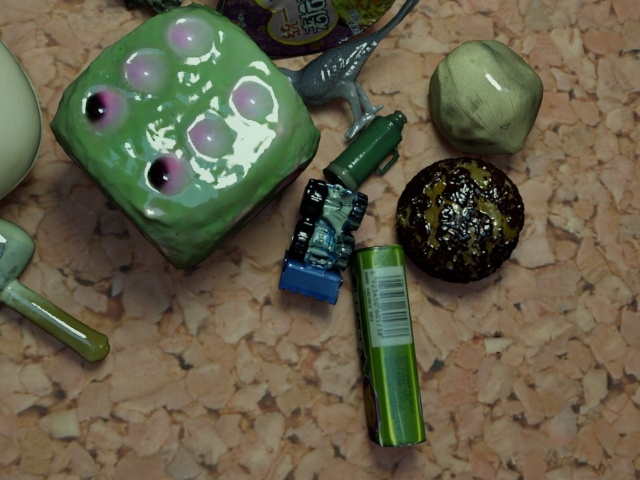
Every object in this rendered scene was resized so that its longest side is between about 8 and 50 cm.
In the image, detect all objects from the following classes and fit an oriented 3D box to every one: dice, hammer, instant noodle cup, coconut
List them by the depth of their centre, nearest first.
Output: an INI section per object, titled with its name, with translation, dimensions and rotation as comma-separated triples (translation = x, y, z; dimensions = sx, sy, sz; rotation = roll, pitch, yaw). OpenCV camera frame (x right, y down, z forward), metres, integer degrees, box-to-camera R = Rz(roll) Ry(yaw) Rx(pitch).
[dice]
translation = -0.212, -0.160, 1.134
dimensions = 0.322, 0.330, 0.318
rotation = -44, 92, -13
[hammer]
translation = -0.490, 0.109, 1.177
dimensions = 0.305, 0.113, 0.202
rotation = 33, 82, -8
[instant noodle cup]
translation = -0.044, -0.528, 1.228
dimensions = 0.340, 0.340, 0.265
rotation = -11, 74, -10
[coconut]
translation = 0.308, -0.258, 1.286
dimensions = 0.224, 0.224, 0.224
rotation = 1, 83, -8

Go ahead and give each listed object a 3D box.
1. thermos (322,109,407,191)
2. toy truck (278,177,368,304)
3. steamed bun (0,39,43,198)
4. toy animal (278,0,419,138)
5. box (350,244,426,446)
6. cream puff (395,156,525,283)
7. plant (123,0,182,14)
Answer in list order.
[thermos]
translation = 0.096, -0.169, 1.309
dimensions = 0.083, 0.073, 0.187
rotation = 41, 78, 12
[toy truck]
translation = 0.000, 0.000, 1.246
dimensions = 0.113, 0.126, 0.208
rotation = 18, 88, -7
[steamed bun]
translation = -0.627, -0.210, 1.091
dimensions = 0.334, 0.334, 0.374
rotation = -37, 84, -11
[toy animal]
translation = 0.044, -0.298, 1.288
dimensions = 0.367, 0.081, 0.205
rotation = -19, 108, 15
[box]
translation = 0.120, 0.181, 1.239
dimensions = 0.097, 0.134, 0.345
rotation = -5, 83, -9
[cream puff]
translation = 0.259, -0.040, 1.271
dimensions = 0.239, 0.165, 0.239
rotation = 1, 86, -8
[plant]
translation = -0.333, -0.504, 1.261
dimensions = 0.194, 0.132, 0.129
rotation = 40, 81, 3
